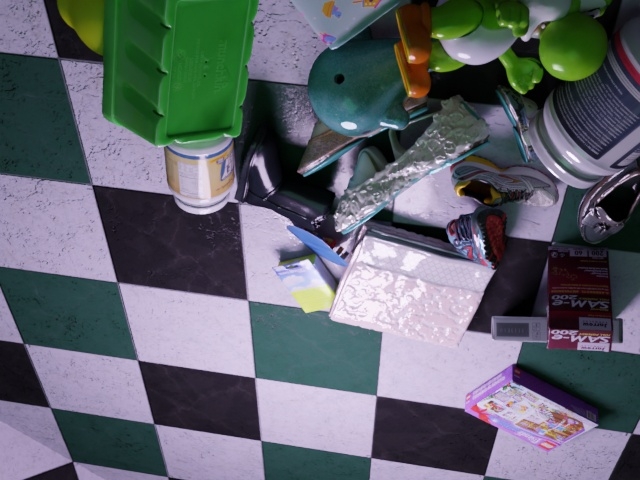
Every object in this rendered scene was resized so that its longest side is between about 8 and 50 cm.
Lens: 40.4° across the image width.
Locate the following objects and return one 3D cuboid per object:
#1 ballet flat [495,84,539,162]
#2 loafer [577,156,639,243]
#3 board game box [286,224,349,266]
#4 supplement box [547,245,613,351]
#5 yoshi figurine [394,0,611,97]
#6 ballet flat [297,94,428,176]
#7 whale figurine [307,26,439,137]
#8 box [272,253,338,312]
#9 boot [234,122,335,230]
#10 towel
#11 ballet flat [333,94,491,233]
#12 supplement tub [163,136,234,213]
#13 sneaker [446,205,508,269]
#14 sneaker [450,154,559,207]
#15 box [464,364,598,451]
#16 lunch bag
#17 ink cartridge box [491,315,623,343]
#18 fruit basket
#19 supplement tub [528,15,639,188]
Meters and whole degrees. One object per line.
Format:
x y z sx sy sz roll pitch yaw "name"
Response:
0.389 -0.232 1.655 0.070 0.070 0.188 -11 134 25 "ballet flat"
0.586 -0.077 1.742 0.096 0.084 0.267 14 138 -1 "loafer"
0.000 0.000 1.989 0.133 0.033 0.168 19 162 50 "board game box"
0.548 0.120 1.847 0.130 0.239 0.073 1 135 13 "supplement box"
0.313 -0.321 1.416 0.362 0.203 0.203 -15 115 -1 "yoshi figurine"
0.066 -0.236 1.705 0.316 0.107 0.106 -27 93 27 "ballet flat"
0.100 -0.298 1.547 0.272 0.216 0.141 -25 169 21 "whale figurine"
-0.029 0.100 2.119 0.109 0.042 0.178 -14 131 26 "box"
-0.064 -0.130 1.841 0.207 0.094 0.246 20 144 -2 "boot"
0.214 0.116 2.040 0.331 0.053 0.317 14 132 -4 "towel"
0.161 -0.160 1.755 0.147 0.147 0.409 38 129 -25 "ballet flat"
-0.252 -0.167 1.815 0.144 0.144 0.200 10 138 4 "supplement tub"
0.318 -0.006 1.826 0.125 0.104 0.262 18 166 18 "sneaker"
0.371 -0.099 1.767 0.225 0.093 0.088 11 137 1 "sneaker"
0.565 0.455 2.337 0.293 0.057 0.201 28 135 -16 "box"
0.058 -0.477 1.400 0.262 0.160 0.223 -28 121 23 "lunch bag"
0.534 0.203 1.976 0.275 0.060 0.239 0 173 15 "ink cartridge box"
-0.293 -0.386 1.549 0.283 0.392 0.392 -12 147 -30 "fruit basket"
0.515 -0.235 1.512 0.191 0.191 0.272 29 135 -16 "supplement tub"
